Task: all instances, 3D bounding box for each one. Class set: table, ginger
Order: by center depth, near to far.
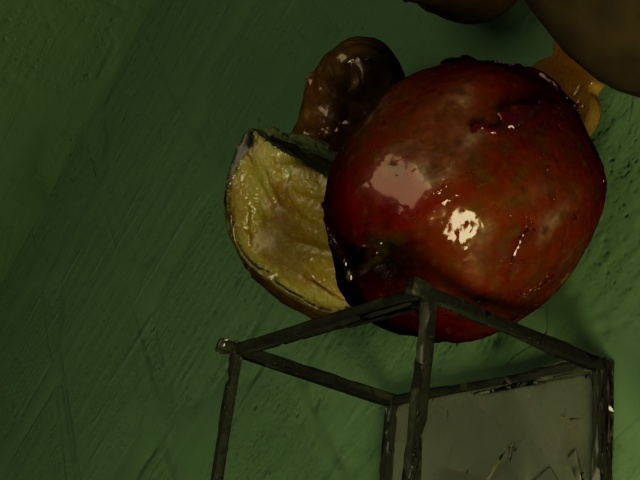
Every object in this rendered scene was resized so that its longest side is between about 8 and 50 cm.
[{"bbox_3d":[0.073,0.210,1.001,0.335,0.272,0.222,-23,52,50],"label":"table"},{"bbox_3d":[0.032,-0.130,1.415,0.165,0.172,0.321,26,105,21],"label":"ginger"}]

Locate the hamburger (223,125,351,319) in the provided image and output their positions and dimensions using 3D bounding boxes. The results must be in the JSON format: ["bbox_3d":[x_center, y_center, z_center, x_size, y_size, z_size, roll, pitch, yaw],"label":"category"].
[{"bbox_3d":[0.000,0.000,1.287,0.211,0.308,0.132,-63,-13,17],"label":"hamburger"}]

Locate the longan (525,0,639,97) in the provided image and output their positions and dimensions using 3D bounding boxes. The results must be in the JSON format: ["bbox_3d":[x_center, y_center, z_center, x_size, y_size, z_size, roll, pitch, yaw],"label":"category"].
[{"bbox_3d":[0.325,-0.326,0.899,0.404,0.336,0.405,-177,90,-84],"label":"longan"}]

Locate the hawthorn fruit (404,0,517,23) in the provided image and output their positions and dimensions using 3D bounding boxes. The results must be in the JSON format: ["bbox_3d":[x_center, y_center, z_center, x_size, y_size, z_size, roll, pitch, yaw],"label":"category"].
[{"bbox_3d":[0.186,-0.435,1.258,0.301,0.267,0.268,-43,37,20],"label":"hawthorn fruit"}]

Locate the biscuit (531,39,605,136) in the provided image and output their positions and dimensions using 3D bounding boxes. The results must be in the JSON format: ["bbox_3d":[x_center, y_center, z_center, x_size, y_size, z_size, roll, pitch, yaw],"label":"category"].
[{"bbox_3d":[0.304,-0.208,1.140,0.158,0.035,0.240,-1,69,60],"label":"biscuit"}]

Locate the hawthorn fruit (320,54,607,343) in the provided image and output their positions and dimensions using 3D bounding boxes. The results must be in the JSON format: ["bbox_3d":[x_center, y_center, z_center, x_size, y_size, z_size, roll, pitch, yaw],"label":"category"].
[{"bbox_3d":[0.143,-0.036,1.052,0.316,0.316,0.316,-36,43,42],"label":"hawthorn fruit"}]
